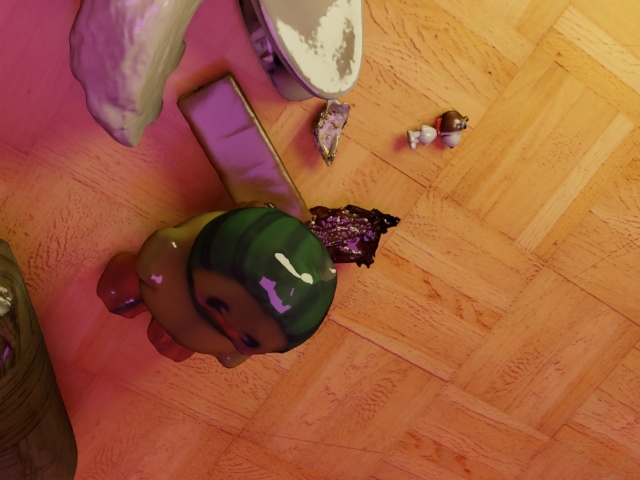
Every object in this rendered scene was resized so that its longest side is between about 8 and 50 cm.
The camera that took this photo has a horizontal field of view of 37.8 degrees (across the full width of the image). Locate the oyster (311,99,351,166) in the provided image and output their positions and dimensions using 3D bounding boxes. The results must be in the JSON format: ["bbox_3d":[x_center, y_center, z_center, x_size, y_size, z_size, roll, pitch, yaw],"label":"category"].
[{"bbox_3d":[0.009,-0.149,1.276,0.051,0.034,0.093,13,101,-36],"label":"oyster"}]

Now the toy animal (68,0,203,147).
[{"bbox_3d":[-0.232,-0.278,1.095,0.188,0.266,0.308,23,152,-8],"label":"toy animal"}]

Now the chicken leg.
[{"bbox_3d":[0.000,0.000,1.332,0.233,0.063,0.105,-6,112,-8],"label":"chicken leg"}]

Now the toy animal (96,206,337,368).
[{"bbox_3d":[-0.119,0.049,1.214,0.216,0.338,0.191,49,54,-22],"label":"toy animal"}]

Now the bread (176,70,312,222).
[{"bbox_3d":[-0.100,-0.108,1.243,0.088,0.049,0.226,-28,110,-1],"label":"bread"}]

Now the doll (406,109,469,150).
[{"bbox_3d":[0.163,-0.155,1.308,0.085,0.040,0.058,2,126,-15],"label":"doll"}]

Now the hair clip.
[{"bbox_3d":[-0.015,-0.292,1.149,0.172,0.113,0.282,-21,121,-18],"label":"hair clip"}]

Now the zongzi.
[{"bbox_3d":[-0.569,0.251,1.210,0.467,0.218,0.500,-12,128,-8],"label":"zongzi"}]
